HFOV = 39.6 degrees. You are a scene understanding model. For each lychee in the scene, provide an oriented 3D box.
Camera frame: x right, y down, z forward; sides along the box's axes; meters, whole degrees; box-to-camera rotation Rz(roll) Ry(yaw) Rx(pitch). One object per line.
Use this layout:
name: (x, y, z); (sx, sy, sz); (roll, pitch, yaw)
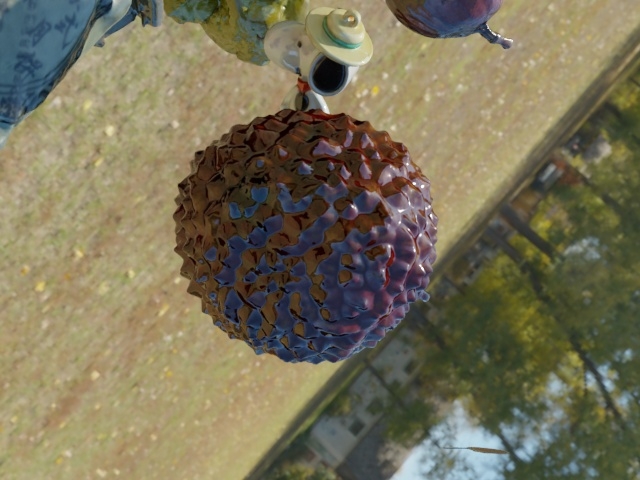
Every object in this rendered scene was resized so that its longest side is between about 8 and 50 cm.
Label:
lychee: (0.000, 0.000, 1.461); (0.424, 0.500, 0.425); (-45, -146, 41)

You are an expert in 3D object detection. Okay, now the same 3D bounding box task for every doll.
doll: (0.006, -0.292, 1.618); (0.144, 0.208, 0.271); (-56, 141, -43)

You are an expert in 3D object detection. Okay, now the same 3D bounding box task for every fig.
fig: (0.128, -0.255, 0.906); (0.128, 0.128, 0.150); (-44, 141, -27)

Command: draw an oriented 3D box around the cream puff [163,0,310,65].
cream puff: (-0.158, -0.493, 1.658); (0.269, 0.274, 0.323); (-7, 110, -39)

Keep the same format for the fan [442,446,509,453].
fan: (0.303, 0.408, 1.732); (0.085, 0.133, 0.005); (145, -49, -81)

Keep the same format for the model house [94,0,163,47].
model house: (-0.364, -0.407, 1.362); (0.188, 0.122, 0.229); (-28, 127, -14)

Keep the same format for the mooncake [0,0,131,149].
mooncake: (-0.310, -0.226, 0.811); (0.250, 0.136, 0.254); (-54, 145, -20)
